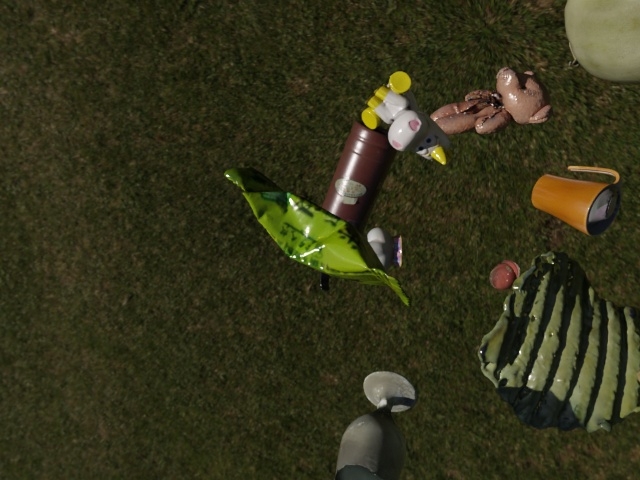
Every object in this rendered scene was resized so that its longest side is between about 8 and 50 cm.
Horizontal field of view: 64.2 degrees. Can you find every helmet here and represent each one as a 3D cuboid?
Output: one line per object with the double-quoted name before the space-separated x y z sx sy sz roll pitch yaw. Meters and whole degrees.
"helmet" 0.450 0.089 1.267 0.065 0.049 0.084 54 142 36

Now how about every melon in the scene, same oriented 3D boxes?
"melon" 0.556 -0.384 0.834 0.308 0.272 0.272 15 117 37

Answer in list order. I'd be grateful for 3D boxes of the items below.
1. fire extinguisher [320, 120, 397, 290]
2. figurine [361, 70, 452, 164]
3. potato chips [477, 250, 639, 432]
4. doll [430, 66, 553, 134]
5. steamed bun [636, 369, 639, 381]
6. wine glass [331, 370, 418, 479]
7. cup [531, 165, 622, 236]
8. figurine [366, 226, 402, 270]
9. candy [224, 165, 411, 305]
"fire extinguisher" 0.059 -0.060 1.040 0.102 0.138 0.344 13 112 -21
"figurine" 0.155 -0.194 0.853 0.109 0.129 0.178 -49 58 24
"potato chips" 0.552 0.233 1.136 0.373 0.097 0.389 41 75 4
"doll" 0.436 -0.365 1.328 0.303 0.201 0.156 -10 134 8
"steamed bun" 0.556 0.158 0.609 0.295 0.292 0.137 -25 139 36
"wine glass" 0.110 0.371 0.979 0.126 0.241 0.126 9 122 15
"cup" 0.883 -0.154 1.746 0.182 0.264 0.226 28 94 -39
"figurine" 0.105 0.030 1.502 0.263 0.189 0.142 0 79 5
"candy" 0.000 0.000 0.611 0.246 0.149 0.069 32 92 19
